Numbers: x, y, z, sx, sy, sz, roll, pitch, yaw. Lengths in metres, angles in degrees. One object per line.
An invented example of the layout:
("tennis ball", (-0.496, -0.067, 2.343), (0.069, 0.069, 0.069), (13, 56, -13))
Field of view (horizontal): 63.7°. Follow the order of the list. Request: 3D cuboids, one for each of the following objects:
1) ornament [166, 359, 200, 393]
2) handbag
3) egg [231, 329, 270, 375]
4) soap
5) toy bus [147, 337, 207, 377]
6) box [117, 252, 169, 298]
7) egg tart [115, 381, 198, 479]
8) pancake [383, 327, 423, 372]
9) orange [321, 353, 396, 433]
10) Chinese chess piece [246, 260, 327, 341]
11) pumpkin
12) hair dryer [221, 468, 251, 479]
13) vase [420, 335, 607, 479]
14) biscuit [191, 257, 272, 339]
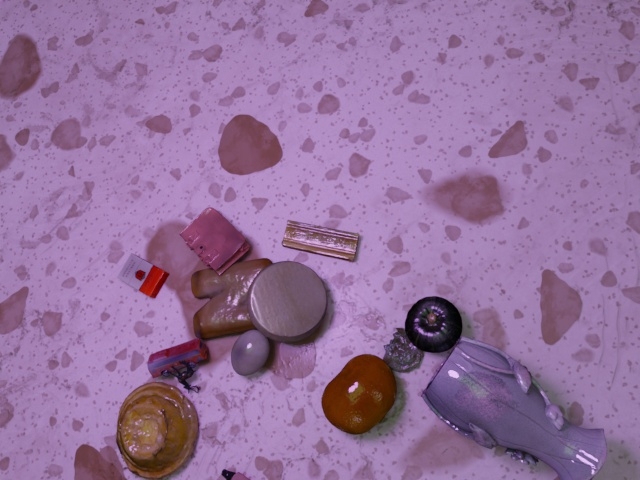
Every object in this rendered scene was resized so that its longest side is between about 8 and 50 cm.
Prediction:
("ornament", (-0.419, 0.435, 1.628), (0.073, 0.028, 0.125), (-33, 109, 7))
("handbag", (-0.356, 0.001, 1.720), (0.157, 0.059, 0.212), (-43, 62, -13))
("egg", (-0.218, 0.348, 1.594), (0.114, 0.114, 0.152), (33, 102, 18))
("soap", (0.000, 0.000, 1.686), (0.251, 0.037, 0.092), (12, 79, 14))
("toy bus", (-0.459, 0.375, 1.648), (0.192, 0.077, 0.065), (-19, 31, 4))
("box", (-0.612, 0.121, 1.777), (0.152, 0.048, 0.100), (26, 84, 15))
("egg tart", (-0.525, 0.588, 1.595), (0.289, 0.115, 0.291), (-4, 74, 13))
("pancake", (0.250, 0.333, 1.549), (0.116, 0.022, 0.130), (35, 84, 16))
("orange", (0.115, 0.445, 1.476), (0.179, 0.158, 0.237), (44, 85, 2))
("Chinese chess piece", (-0.102, 0.187, 1.587), (0.250, 0.101, 0.251), (3, 71, -8))
("pumpkin", (0.327, 0.243, 1.501), (0.167, 0.125, 0.167), (-23, 53, 34))
("hair dryer", (-0.149, 0.745, 1.488), (0.344, 0.107, 0.190), (24, 80, 23))
("vase", (0.508, 0.453, 1.353), (0.445, 0.250, 0.250), (33, 83, 17))
("biscuit", (-0.283, 0.188, 1.681), (0.290, 0.062, 0.237), (-9, 73, 8))
